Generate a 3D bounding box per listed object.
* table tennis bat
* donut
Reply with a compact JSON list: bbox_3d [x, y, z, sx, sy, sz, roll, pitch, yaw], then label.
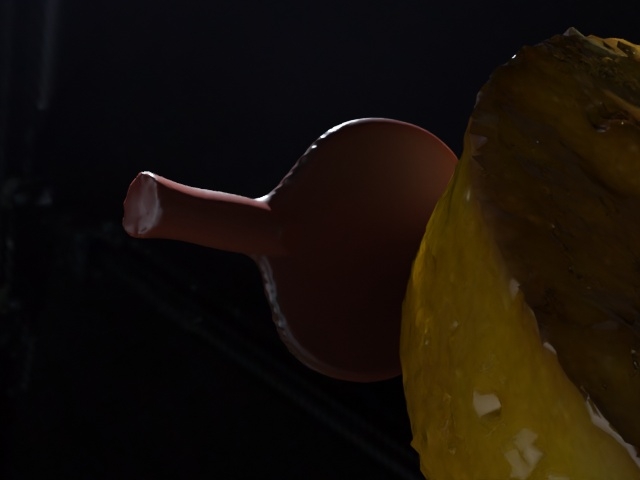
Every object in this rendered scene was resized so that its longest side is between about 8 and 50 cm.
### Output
[{"bbox_3d":[0.000,0.000,0.545,0.019,0.155,0.098,13,-88,53],"label":"table tennis bat"},{"bbox_3d":[0.143,0.058,0.505,0.277,0.278,0.108,49,-52,22],"label":"donut"}]
